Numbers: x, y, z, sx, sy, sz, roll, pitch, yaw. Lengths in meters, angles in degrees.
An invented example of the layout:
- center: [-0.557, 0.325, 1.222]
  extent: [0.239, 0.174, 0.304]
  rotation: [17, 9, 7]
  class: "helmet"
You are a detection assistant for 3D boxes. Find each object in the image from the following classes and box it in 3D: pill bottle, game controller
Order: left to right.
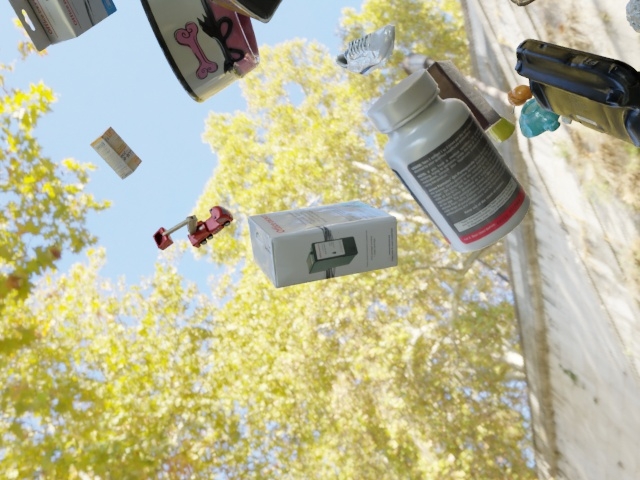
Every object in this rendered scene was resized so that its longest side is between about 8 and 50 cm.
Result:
- center: [0.229, -0.147, 1.124]
  extent: [0.176, 0.176, 0.318]
  rotation: [-40, -74, -3]
  class: "pill bottle"
- center: [0.454, -0.259, 1.055]
  extent: [0.067, 0.319, 0.166]
  rotation: [-46, -60, 8]
  class: "game controller"

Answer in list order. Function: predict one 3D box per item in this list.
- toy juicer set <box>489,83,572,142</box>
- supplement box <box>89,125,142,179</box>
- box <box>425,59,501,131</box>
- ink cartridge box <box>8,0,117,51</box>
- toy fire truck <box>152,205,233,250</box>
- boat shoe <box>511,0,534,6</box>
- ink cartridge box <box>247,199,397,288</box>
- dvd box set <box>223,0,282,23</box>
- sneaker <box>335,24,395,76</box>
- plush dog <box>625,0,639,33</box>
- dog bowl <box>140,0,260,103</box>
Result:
- center: [0.624, -0.373, 1.685]
  extent: [0.090, 0.329, 0.209]
  rotation: [36, -100, -22]
  class: "toy juicer set"
- center: [-0.429, -0.184, 1.284]
  extent: [0.036, 0.062, 0.098]
  rotation: [-30, -65, 19]
  class: "supplement box"
- center: [0.307, -0.312, 1.505]
  extent: [0.167, 0.203, 0.168]
  rotation: [-42, -3, 30]
  class: "box"
- center: [-0.432, -0.404, 1.034]
  extent: [0.060, 0.180, 0.104]
  rotation: [-7, -54, 21]
  class: "ink cartridge box"
- center: [-0.347, -0.035, 1.672]
  extent: [0.192, 0.047, 0.135]
  rotation: [-37, -27, 10]
  class: "toy fire truck"
- center: [0.361, -0.377, 0.815]
  extent: [0.109, 0.302, 0.098]
  rotation: [-29, -85, -21]
  class: "boat shoe"
- center: [0.000, 0.000, 1.387]
  extent: [0.290, 0.211, 0.121]
  rotation: [-9, -72, -18]
  class: "ink cartridge box"
- center: [-0.048, -0.426, 0.740]
  extent: [0.062, 0.420, 0.307]
  rotation: [28, -77, -26]
  class: "dvd box set"
- center: [0.123, -0.512, 1.644]
  extent: [0.095, 0.235, 0.090]
  rotation: [15, -105, -20]
  class: "sneaker"
- center: [0.684, -0.418, 1.122]
  extent: [0.262, 0.226, 0.210]
  rotation: [24, -96, -66]
  class: "plush dog"
- center: [-0.244, -0.496, 1.226]
  extent: [0.151, 0.407, 0.407]
  rotation: [-16, -49, 4]
  class: "dog bowl"
